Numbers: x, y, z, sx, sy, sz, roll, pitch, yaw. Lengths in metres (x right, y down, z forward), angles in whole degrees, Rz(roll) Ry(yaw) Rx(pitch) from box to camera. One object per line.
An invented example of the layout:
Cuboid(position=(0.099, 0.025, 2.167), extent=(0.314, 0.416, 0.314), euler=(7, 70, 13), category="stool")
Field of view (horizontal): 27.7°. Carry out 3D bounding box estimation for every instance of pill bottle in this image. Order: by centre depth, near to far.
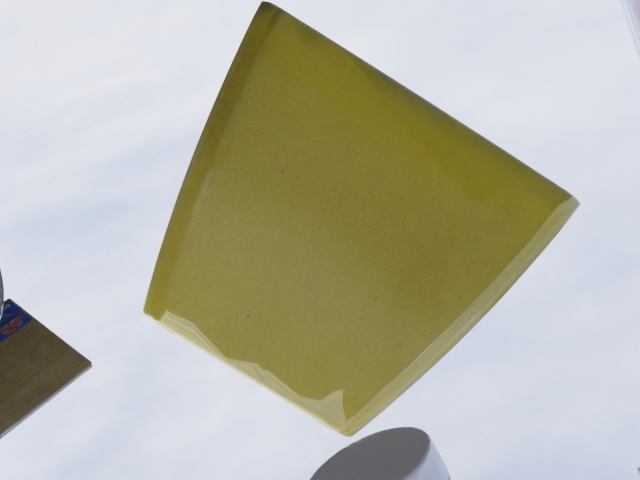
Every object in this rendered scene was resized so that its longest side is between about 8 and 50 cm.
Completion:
Cuboid(position=(0.104, 0.332, 1.248), extent=(0.160, 0.283, 0.160), euler=(-25, -165, 7), category="pill bottle")

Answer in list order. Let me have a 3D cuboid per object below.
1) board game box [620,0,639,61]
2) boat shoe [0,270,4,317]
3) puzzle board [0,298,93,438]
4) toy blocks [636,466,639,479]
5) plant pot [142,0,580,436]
Cuboid(position=(0.228, -0.143, 0.356), extent=(0.318, 0.318, 0.066), euler=(-19, -165, 15), category="board game box")
Cuboid(position=(-0.186, -0.077, 0.338), extent=(0.111, 0.307, 0.104), euler=(-7, -156, 39), category="boat shoe")
Cuboid(position=(-0.250, 0.105, 0.971), extent=(0.096, 0.011, 0.128), euler=(33, -128, 25), category="puzzle board")
Cuboid(position=(0.329, 0.305, 1.134), extent=(0.260, 0.309, 0.288), euler=(-9, -134, 9), category="toy blocks")
Cuboid(position=(0.000, 0.000, 0.814), extent=(0.187, 0.212, 0.212), euler=(-59, -174, -2), category="plant pot")
